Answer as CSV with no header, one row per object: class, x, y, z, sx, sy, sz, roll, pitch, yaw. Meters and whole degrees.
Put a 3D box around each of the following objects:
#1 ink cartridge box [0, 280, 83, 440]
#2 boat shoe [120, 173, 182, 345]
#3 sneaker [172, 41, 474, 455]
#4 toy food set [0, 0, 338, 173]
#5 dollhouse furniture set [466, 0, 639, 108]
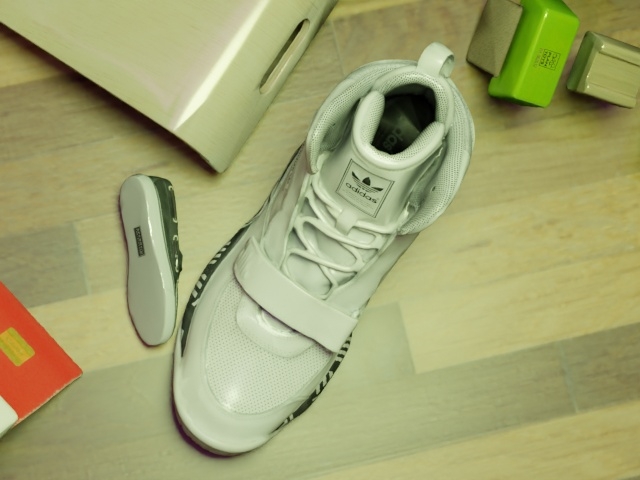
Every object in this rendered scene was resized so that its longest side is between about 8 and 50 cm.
ink cartridge box,-0.345,0.046,1.472,0.296,0.066,0.261,47,44,3
boat shoe,-0.132,0.015,1.579,0.040,0.049,0.142,-4,86,-45
sneaker,0.000,0.000,1.510,0.137,0.210,0.366,32,80,0
toy food set,-0.150,-0.228,1.602,0.306,0.092,0.220,32,82,7
dollhouse furniture set,0.295,-0.177,1.641,0.301,0.151,0.198,16,101,-20
